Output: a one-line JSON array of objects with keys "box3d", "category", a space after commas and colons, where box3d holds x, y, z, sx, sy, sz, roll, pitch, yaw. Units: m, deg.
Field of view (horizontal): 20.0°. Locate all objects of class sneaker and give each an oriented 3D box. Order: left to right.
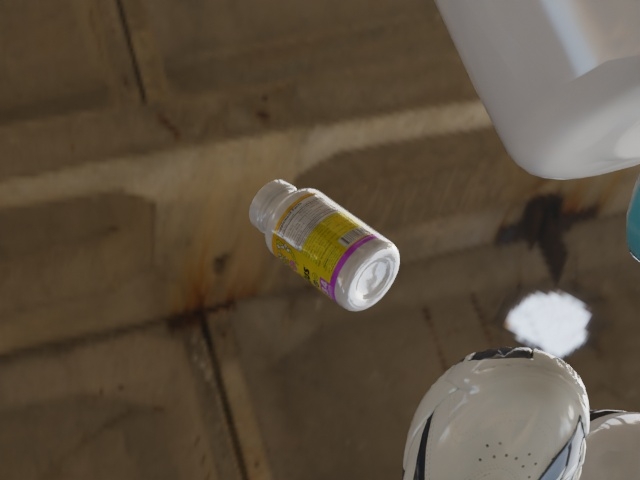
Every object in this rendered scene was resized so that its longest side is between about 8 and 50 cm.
[{"box3d": [0.063, 0.174, 0.885, 0.094, 0.235, 0.153, 25, -146, -13], "category": "sneaker"}]

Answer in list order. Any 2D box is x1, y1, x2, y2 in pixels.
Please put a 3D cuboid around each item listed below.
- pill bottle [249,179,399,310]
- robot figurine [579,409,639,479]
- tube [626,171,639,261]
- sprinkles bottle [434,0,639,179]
[{"box3d": [0.000, 0.000, 0.973, 0.043, 0.043, 0.083, -36, -128, -24], "category": "pill bottle"}, {"box3d": [0.203, 0.223, 1.439, 0.209, 0.278, 0.173, -43, -78, -23], "category": "robot figurine"}, {"box3d": [0.144, 0.040, 0.291, 0.080, 0.052, 0.207, -39, -118, -24], "category": "tube"}, {"box3d": [0.028, -0.194, 0.414, 0.121, 0.121, 0.355, -20, -102, -19], "category": "sprinkles bottle"}]
